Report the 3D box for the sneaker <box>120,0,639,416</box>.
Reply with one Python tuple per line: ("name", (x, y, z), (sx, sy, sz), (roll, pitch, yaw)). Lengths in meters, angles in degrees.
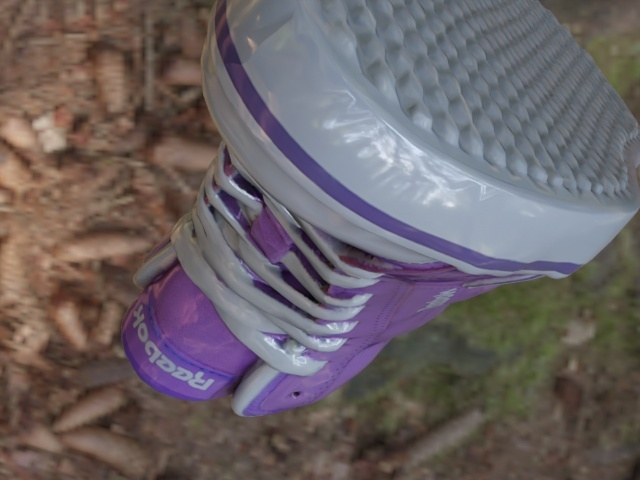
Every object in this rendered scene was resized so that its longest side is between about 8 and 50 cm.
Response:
("sneaker", (0.001, 0.001, 0.540), (0.102, 0.161, 0.282), (54, 13, 10))
